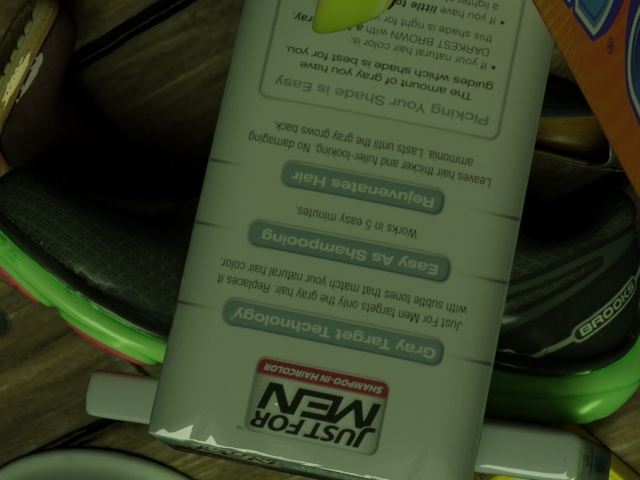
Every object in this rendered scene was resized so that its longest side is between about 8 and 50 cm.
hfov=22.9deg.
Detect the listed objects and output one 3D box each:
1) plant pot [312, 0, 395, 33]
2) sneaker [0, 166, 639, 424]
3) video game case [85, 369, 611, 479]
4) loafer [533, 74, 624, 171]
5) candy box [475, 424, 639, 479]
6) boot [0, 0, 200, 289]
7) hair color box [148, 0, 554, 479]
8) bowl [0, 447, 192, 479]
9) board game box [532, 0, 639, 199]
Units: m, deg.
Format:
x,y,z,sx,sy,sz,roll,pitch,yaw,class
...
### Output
x,y,z,sx,sy,sz,roll,pitch,yaw,class
-0.017,-0.254,0.833,0.207,0.228,0.227,24,163,0,plant pot
0.000,0.000,1.108,0.482,0.185,0.202,8,95,-11,sneaker
0.037,0.139,1.146,0.328,0.300,0.036,6,83,15,video game case
0.198,-0.068,1.080,0.170,0.061,0.062,8,126,6,loafer
0.237,0.235,1.318,0.206,0.027,0.105,40,121,-16,candy box
-0.156,-0.055,1.176,0.206,0.090,0.248,15,126,-15,boot
0.032,-0.042,0.957,0.185,0.375,0.113,11,169,5,hair color box
-0.204,0.339,1.427,0.297,0.134,0.298,6,127,9,bowl
0.333,-0.194,0.713,0.356,0.357,0.356,1,128,-13,board game box
